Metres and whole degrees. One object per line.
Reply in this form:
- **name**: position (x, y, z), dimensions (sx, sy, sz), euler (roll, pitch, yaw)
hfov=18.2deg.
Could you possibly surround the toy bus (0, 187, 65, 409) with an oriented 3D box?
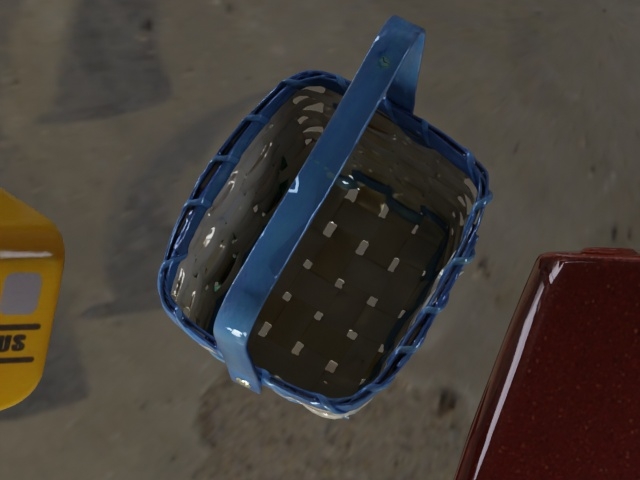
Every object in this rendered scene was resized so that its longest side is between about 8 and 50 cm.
- **toy bus**: position (-0.307, 0.040, 1.057), dimensions (0.108, 0.332, 0.130), euler (31, 114, 45)

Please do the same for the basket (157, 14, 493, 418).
- **basket**: position (0.000, 0.000, 1.423), dimensions (0.201, 0.289, 0.255), euler (30, 72, 6)

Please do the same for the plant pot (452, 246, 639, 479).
- **plant pot**: position (0.178, 0.121, 0.667), dimensions (0.267, 0.267, 0.236), euler (3, 91, 24)
